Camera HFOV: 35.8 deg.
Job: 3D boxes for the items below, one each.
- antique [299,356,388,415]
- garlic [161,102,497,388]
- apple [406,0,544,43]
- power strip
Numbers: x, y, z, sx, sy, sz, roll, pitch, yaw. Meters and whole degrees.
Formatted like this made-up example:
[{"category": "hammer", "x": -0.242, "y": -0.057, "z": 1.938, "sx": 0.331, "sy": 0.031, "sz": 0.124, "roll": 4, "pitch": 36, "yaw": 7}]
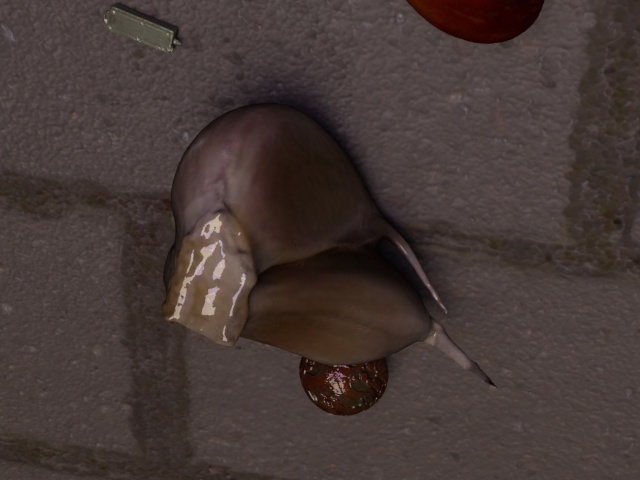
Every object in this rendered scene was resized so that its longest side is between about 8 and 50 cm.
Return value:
[{"category": "antique", "x": 0.026, "y": 0.147, "z": 1.096, "sx": 0.104, "sy": 0.104, "sz": 0.104, "roll": 6, "pitch": 119, "yaw": 11}, {"category": "garlic", "x": 0.000, "y": 0.000, "z": 0.970, "sx": 0.340, "sy": 0.246, "sz": 0.232, "roll": 15, "pitch": 92, "yaw": -30}, {"category": "apple", "x": 0.127, "y": -0.255, "z": 0.831, "sx": 0.158, "sy": 0.147, "sz": 0.156, "roll": 25, "pitch": 142, "yaw": 2}, {"category": "power strip", "x": -0.179, "y": -0.213, "z": 1.003, "sx": 0.083, "sy": 0.017, "sz": 0.027, "roll": 22, "pitch": 122, "yaw": 3}]
